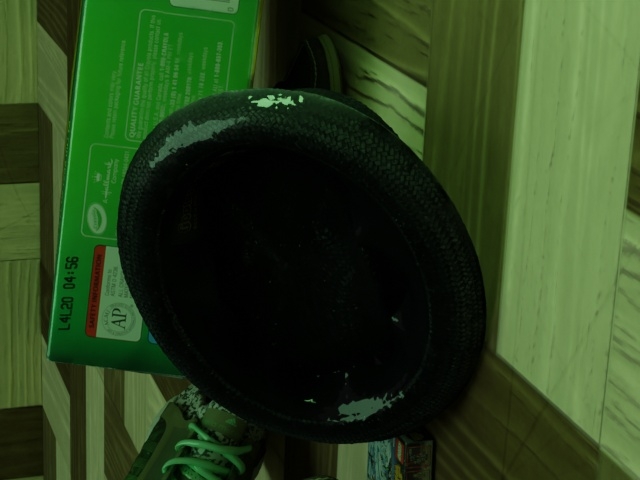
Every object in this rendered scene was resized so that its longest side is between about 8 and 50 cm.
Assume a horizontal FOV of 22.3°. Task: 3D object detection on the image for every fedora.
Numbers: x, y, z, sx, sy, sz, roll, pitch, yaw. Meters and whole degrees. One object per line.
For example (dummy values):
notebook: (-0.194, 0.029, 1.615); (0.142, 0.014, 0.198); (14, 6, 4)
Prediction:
fedora: (0.000, 0.000, 1.310); (0.152, 0.334, 0.334); (-61, -13, -50)

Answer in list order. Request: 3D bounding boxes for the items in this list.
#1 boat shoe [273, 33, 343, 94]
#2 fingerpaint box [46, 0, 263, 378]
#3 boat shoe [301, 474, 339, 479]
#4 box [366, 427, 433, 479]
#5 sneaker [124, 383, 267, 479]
boat shoe: (-0.032, -0.105, 1.568); (0.223, 0.073, 0.080); (107, 152, -48)
fingerpaint box: (-0.150, -0.131, 1.553); (0.371, 0.163, 0.444); (-107, 24, -79)
boat shoe: (-0.036, 0.303, 1.602); (0.342, 0.123, 0.123); (102, 156, -55)
box: (0.067, 0.219, 1.408); (0.094, 0.027, 0.137); (-136, 45, -66)
sneaker: (-0.130, 0.233, 1.674); (0.410, 0.158, 0.182); (-76, 11, -61)
